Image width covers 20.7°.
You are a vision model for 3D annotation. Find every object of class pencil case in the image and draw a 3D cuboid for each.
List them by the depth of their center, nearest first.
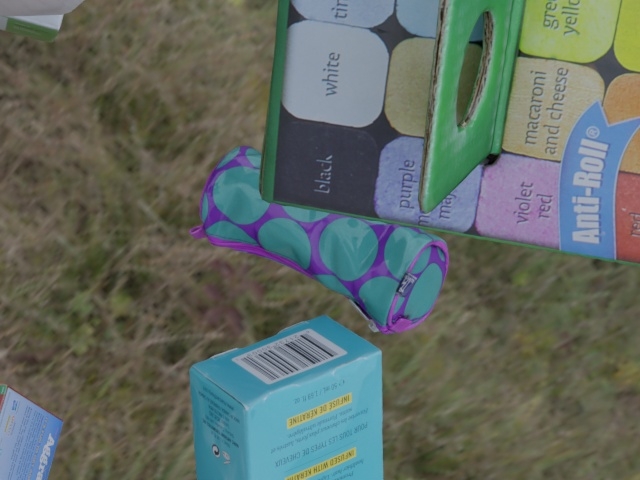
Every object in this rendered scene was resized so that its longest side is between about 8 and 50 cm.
[{"bbox_3d":[0.000,0.000,1.078,0.151,0.064,0.070,27,79,20],"label":"pencil case"}]

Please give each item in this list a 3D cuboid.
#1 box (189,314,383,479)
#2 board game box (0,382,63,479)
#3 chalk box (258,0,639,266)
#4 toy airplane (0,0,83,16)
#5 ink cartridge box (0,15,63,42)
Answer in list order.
[{"bbox_3d":[-0.017,0.175,1.062,0.100,0.060,0.244,-20,122,-31],"label":"box"},{"bbox_3d":[-0.314,0.284,1.635,0.027,0.145,0.281,9,73,18],"label":"board game box"},{"bbox_3d":[0.083,-0.110,0.703,0.179,0.180,0.289,10,30,6],"label":"chalk box"},{"bbox_3d":[-0.176,-0.053,0.450,0.272,0.386,0.384,47,9,-37],"label":"toy airplane"},{"bbox_3d":[-0.235,-0.270,1.366,0.109,0.062,0.209,14,83,-12],"label":"ink cartridge box"}]
